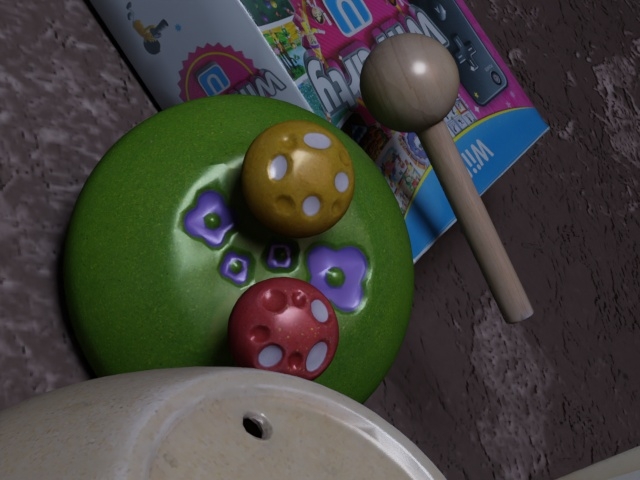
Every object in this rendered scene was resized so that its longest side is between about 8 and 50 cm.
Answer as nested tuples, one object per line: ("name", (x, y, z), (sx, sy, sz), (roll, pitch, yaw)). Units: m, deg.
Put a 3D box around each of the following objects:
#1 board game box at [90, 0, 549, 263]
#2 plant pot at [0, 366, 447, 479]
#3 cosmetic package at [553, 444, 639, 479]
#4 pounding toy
("board game box", (-0.013, -0.136, 0.886), (0.303, 0.097, 0.224), (56, 37, -6))
("plant pot", (-0.045, 0.153, 0.502), (0.284, 0.191, 0.284), (21, 39, -18))
("cosmetic package", (0.207, 0.173, 0.751), (0.160, 0.309, 0.113), (23, 51, -40))
("pounding toy", (0.000, 0.000, 0.708), (0.237, 0.110, 0.183), (-24, 91, -21))
